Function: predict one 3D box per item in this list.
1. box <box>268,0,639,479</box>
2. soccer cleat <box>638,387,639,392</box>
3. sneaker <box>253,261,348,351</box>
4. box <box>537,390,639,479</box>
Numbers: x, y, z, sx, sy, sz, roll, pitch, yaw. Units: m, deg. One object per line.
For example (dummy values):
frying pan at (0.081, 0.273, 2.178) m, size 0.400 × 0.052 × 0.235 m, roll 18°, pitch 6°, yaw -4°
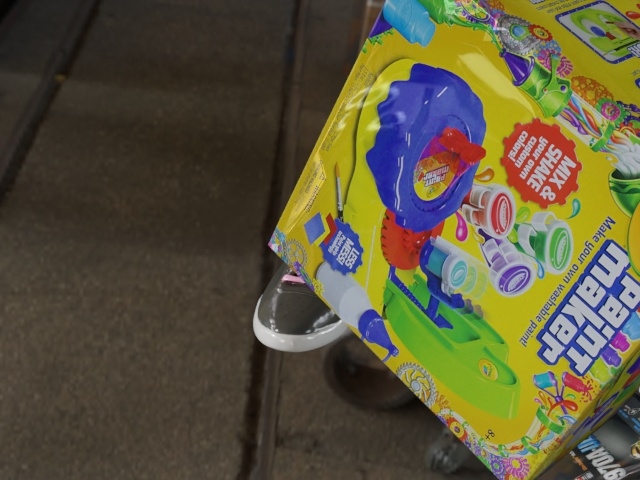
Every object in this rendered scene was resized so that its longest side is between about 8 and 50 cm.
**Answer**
box at (0.155, -0.030, 0.879) m, size 0.279 × 0.290 × 0.177 m, roll 44°, pitch 42°, yaw 20°
soccer cleat at (0.635, 0.303, 2.364) m, size 0.179 × 0.060 × 0.072 m, roll -31°, pitch 29°, yaw -21°
sneaker at (0.000, 0.000, 1.300) m, size 0.104 × 0.147 × 0.296 m, roll 10°, pitch 28°, yaw 14°
box at (0.323, 0.255, 1.359) m, size 0.175 × 0.051 × 0.220 m, roll -28°, pitch 11°, yaw 1°
